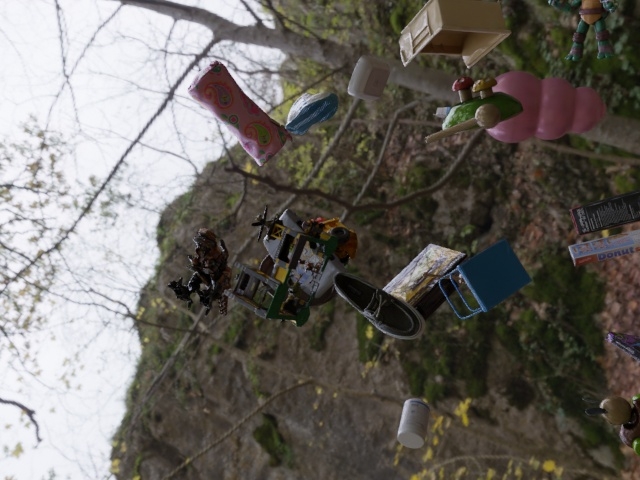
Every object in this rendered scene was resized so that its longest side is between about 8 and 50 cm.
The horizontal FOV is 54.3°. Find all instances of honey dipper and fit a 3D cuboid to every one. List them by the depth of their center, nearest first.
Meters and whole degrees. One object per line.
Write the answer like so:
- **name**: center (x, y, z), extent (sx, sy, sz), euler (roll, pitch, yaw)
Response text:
- **honey dipper**: center (0.403, 0.117, 1.993), extent (0.030, 0.160, 0.030), euler (-174, 90, -86)

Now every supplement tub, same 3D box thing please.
- **supplement tub**: center (0.238, 0.463, 1.586), extent (0.107, 0.071, 0.071), euler (-66, -19, -47)

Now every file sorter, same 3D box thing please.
- **file sorter**: center (0.382, 0.093, 1.466), extent (0.170, 0.118, 0.104), euler (-26, -9, -32)

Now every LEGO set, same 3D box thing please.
- **LEGO set**: center (-0.119, 0.071, 1.733), extent (0.255, 0.192, 0.331), euler (0, -69, -55)

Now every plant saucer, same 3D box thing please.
- **plant saucer**: center (-0.076, 0.145, 2.325), extent (0.310, 0.310, 0.050), euler (-41, -26, -44)

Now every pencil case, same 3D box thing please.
- **pencil case**: center (-0.203, -0.322, 1.586), extent (0.284, 0.124, 0.124), euler (44, -115, -23)

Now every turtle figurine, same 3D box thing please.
- **turtle figurine**: center (0.673, -0.574, 1.557), extent (0.118, 0.175, 0.234), euler (-21, -67, -28)

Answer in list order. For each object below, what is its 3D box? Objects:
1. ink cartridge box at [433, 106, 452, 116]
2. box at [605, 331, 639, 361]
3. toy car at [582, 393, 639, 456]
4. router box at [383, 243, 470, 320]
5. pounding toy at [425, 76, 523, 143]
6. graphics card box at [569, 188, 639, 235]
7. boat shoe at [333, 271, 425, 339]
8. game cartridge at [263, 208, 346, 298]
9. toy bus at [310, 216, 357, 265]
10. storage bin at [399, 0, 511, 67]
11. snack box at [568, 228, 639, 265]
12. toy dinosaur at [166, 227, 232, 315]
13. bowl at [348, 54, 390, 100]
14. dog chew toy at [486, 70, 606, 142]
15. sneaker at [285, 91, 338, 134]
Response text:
- **ink cartridge box**: center (0.479, -0.491, 2.395), extent (0.048, 0.083, 0.028), euler (11, -90, -38)
- **box**: center (0.884, 0.300, 1.717), extent (0.162, 0.116, 0.029), euler (-122, 45, -70)
- **toy car**: center (0.848, 0.505, 1.784), extent (0.155, 0.188, 0.149), euler (-35, -42, -72)
- **router box**: center (0.383, 0.157, 2.292), extent (0.309, 0.243, 0.081), euler (-43, -68, -11)
- **pounding toy**: center (0.341, -0.310, 1.396), extent (0.237, 0.183, 0.110), euler (-35, -69, -51)
- **graphics card box**: center (0.951, -0.108, 1.809), extent (0.232, 0.371, 0.094), euler (-8, -99, -49)
- **boat shoe**: center (0.172, 0.209, 1.982), extent (0.121, 0.335, 0.119), euler (-62, -23, 0)
- **game cartridge**: center (-0.065, 0.056, 2.202), extent (0.198, 0.297, 0.062), euler (-49, -10, 33)
- **toy bus**: center (0.000, 0.000, 2.357), extent (0.220, 0.211, 0.149), euler (-20, -44, -22)
- **storage bin**: center (0.432, -0.677, 2.064), extent (0.262, 0.260, 0.123), euler (-5, -102, -22)
- **snack box**: center (0.609, 0.011, 1.284), extent (0.064, 0.178, 0.022), euler (-66, -43, -62)
- **toy dinosaur**: center (-0.351, 0.121, 2.037), extent (0.322, 0.164, 0.218), euler (59, -136, -23)
- **bowl**: center (0.169, -0.529, 2.066), extent (0.142, 0.053, 0.142), euler (0, -59, -44)
- **dog chew toy**: center (0.643, -0.379, 1.799), extent (0.206, 0.331, 0.207), euler (6, -90, -77)
- **sneaker**: center (-0.026, -0.384, 1.791), extent (0.087, 0.228, 0.092), euler (23, -111, -29)
